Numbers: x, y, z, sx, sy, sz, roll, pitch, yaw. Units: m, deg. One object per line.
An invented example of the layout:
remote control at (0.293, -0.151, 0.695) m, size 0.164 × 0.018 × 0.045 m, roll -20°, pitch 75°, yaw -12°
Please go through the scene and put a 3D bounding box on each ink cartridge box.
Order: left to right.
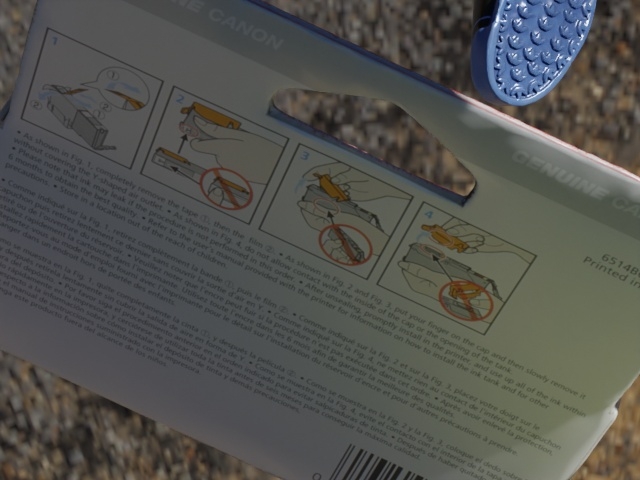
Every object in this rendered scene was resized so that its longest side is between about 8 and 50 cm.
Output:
ink cartridge box at (0.000, 0.000, 0.819) m, size 0.296 × 0.261 × 0.066 m, roll 25°, pitch 44°, yaw -2°

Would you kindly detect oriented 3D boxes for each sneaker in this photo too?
sneaker at (0.148, -0.197, 1.357) m, size 0.081 × 0.090 × 0.232 m, roll 31°, pitch 70°, yaw -28°
